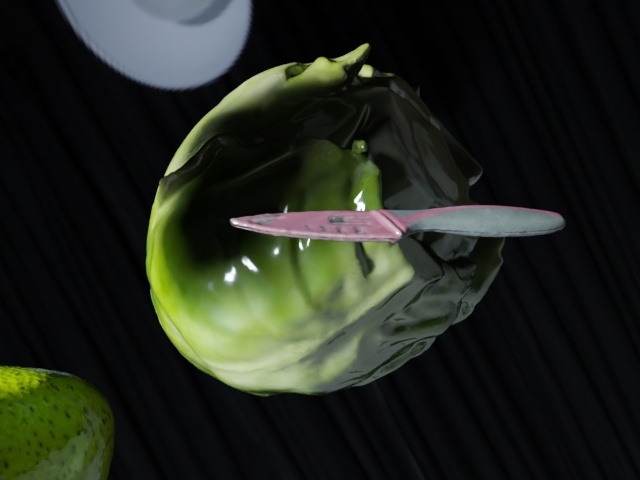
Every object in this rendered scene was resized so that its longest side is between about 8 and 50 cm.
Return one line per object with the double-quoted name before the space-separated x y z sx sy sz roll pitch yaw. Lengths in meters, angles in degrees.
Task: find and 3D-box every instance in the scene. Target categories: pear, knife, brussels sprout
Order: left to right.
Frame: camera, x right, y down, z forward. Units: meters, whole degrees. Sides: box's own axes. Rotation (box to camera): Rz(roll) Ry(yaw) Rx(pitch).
"pear" -0.370 0.290 1.284 0.238 0.343 0.318 23 46 28
"brussels sprout" -0.017 0.001 1.211 0.361 0.343 0.425 -28 -14 24
"knife" 0.058 -0.010 0.794 0.247 0.018 0.035 -1 40 -5
